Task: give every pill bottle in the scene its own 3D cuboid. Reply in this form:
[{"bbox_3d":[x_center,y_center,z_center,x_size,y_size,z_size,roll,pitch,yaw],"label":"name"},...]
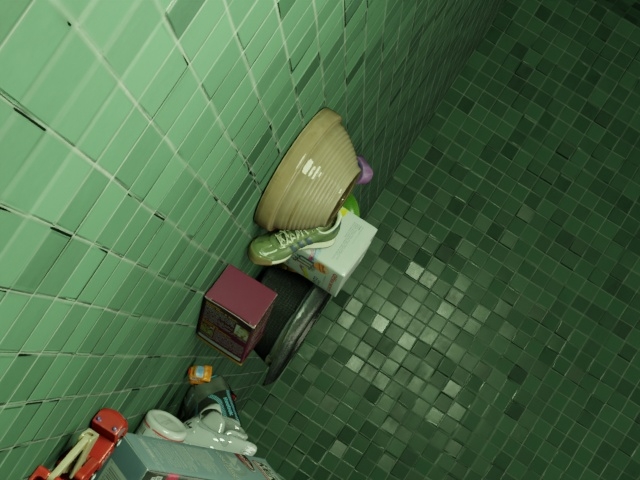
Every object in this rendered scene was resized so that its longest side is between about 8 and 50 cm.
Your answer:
[{"bbox_3d":[-0.324,0.403,1.801,0.160,0.087,0.087,-57,175,8],"label":"pill bottle"}]

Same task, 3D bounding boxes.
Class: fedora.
[{"bbox_3d":[-0.091,0.156,2.100,0.334,0.152,0.334,-56,176,-7],"label":"fedora"}]

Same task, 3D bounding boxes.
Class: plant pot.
[{"bbox_3d":[-0.005,-0.101,1.651,0.237,0.109,0.237,-58,175,-8],"label":"plant pot"}]

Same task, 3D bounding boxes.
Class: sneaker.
[{"bbox_3d":[-0.041,-0.017,1.753,0.192,0.064,0.086,-15,149,-33],"label":"sneaker"},{"bbox_3d":[-0.206,0.506,2.004,0.210,0.366,0.137,-38,-152,-9],"label":"sneaker"},{"bbox_3d":[-0.268,0.458,2.185,0.125,0.140,0.341,-14,143,-31],"label":"sneaker"}]

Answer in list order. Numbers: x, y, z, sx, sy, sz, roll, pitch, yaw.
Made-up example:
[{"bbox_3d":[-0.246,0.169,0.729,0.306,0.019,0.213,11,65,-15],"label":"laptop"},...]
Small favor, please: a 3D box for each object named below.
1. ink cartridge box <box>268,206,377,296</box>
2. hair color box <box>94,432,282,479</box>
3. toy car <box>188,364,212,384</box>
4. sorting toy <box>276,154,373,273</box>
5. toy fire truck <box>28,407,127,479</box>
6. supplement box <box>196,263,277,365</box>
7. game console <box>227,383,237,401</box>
[{"bbox_3d":[0.000,0.000,1.898,0.127,0.176,0.128,-55,174,-22],"label":"ink cartridge box"},{"bbox_3d":[-0.245,0.485,1.774,0.374,0.113,0.185,25,100,-46],"label":"hair color box"},{"bbox_3d":[-0.240,0.235,1.962,0.040,0.060,0.122,30,72,-42],"label":"toy car"},{"bbox_3d":[-0.006,-0.038,2.214,0.126,0.127,0.365,-6,133,-44],"label":"sorting toy"},{"bbox_3d":[-0.336,0.303,1.339,0.192,0.047,0.135,-54,172,-34],"label":"toy fire truck"},{"bbox_3d":[-0.151,0.135,1.713,0.081,0.104,0.188,-55,174,-29],"label":"supplement box"},{"bbox_3d":[-0.280,0.421,2.381,0.144,0.085,0.124,-58,143,2],"label":"game console"}]
